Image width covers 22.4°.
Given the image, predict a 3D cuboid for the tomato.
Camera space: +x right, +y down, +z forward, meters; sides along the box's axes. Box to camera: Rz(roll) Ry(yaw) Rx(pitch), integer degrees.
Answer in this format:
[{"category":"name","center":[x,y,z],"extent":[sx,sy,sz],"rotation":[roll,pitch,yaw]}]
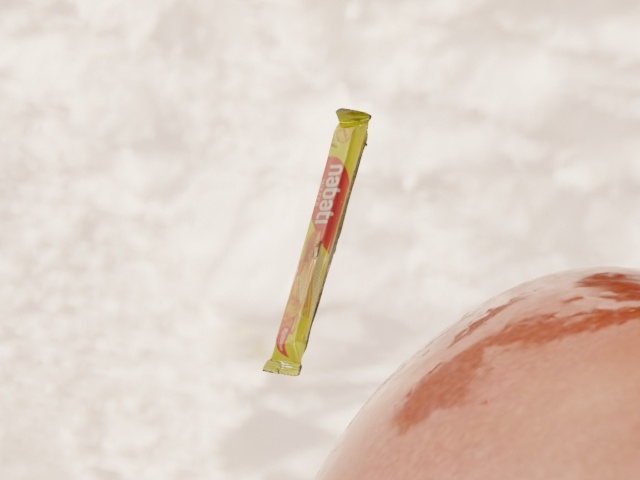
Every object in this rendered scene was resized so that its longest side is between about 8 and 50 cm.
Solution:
[{"category":"tomato","center":[0.126,0.172,0.659],"extent":[0.322,0.321,0.321],"rotation":[8,153,4]}]

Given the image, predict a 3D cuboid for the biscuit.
[{"category":"biscuit","center":[0.000,0.000,1.673],"extent":[0.048,0.291,0.026],"rotation":[2,162,46]}]
